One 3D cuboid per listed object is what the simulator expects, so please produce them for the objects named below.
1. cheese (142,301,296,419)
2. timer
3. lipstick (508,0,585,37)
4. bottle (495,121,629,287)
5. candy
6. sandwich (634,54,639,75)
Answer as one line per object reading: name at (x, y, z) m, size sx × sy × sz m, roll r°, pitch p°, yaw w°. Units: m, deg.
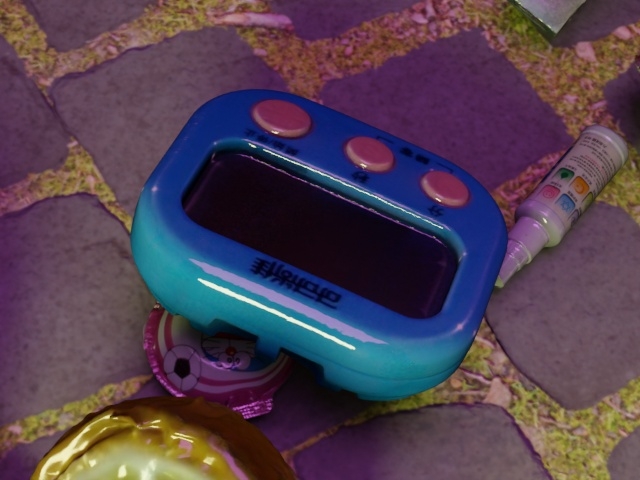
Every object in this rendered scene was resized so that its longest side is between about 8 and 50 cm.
cheese at (-0.103, 0.066, 1.536) m, size 0.155 × 0.062 × 0.244 m, roll -12°, pitch 61°, yaw -10°
timer at (0.000, 0.000, 1.509) m, size 0.340 × 0.115 × 0.309 m, roll 24°, pitch 40°, yaw 3°
lipstick at (0.348, -0.390, 1.715) m, size 0.076 × 0.080 × 0.371 m, roll 40°, pitch 96°, yaw 2°
bottle at (0.240, -0.033, 1.628) m, size 0.060 × 0.060 × 0.217 m, roll 36°, pitch 63°, yaw 13°
candy at (-0.135, 0.258, 1.331) m, size 0.260 × 0.118 × 0.259 m, roll -1°, pitch 88°, yaw 21°
sandwich at (0.489, -0.173, 1.620) m, size 0.325 × 0.262 × 0.131 m, roll -30°, pitch 110°, yaw -20°
